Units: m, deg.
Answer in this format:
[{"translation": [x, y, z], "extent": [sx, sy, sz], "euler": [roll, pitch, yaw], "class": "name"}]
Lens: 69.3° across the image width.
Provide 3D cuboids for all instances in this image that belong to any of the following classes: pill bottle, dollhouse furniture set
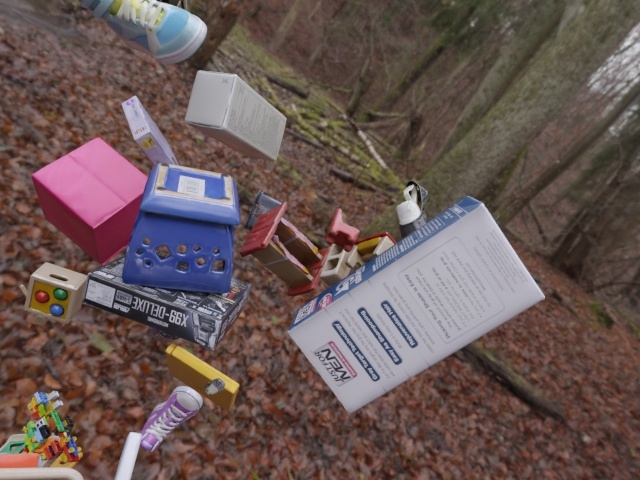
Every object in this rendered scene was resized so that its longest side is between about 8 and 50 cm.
[{"translation": [-0.524, 0.290, 1.631], "extent": [0.122, 0.123, 0.219], "euler": [33, -29, -15], "class": "pill bottle"}, {"translation": [0.000, 0.000, 1.148], "extent": [0.201, 0.374, 0.152], "euler": [45, 48, -27], "class": "dollhouse furniture set"}]

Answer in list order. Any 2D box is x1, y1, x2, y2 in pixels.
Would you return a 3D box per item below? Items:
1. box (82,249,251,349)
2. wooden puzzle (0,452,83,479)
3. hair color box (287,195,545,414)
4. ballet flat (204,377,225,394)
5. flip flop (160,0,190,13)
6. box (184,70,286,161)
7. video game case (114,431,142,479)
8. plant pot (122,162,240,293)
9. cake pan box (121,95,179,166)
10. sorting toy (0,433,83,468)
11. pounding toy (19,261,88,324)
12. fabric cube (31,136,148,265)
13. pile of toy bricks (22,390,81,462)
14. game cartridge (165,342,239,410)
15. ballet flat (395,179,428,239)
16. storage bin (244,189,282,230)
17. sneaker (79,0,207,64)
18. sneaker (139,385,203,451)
[{"translation": [-0.342, 0.120, 1.086], "extent": [0.307, 0.077, 0.242], "euler": [19, 15, 2], "class": "box"}, {"translation": [-0.421, 0.268, 0.510], "extent": [0.238, 0.221, 0.044], "euler": [29, 42, -38], "class": "wooden puzzle"}, {"translation": [0.139, 0.101, 0.730], "extent": [0.174, 0.347, 0.105], "euler": [54, 11, -7], "class": "hair color box"}, {"translation": [-0.296, 0.409, 1.282], "extent": [0.041, 0.114, 0.041], "euler": [11, 65, -24], "class": "ballet flat"}, {"translation": [-0.422, -0.663, 1.331], "extent": [0.112, 0.277, 0.080], "euler": [27, 33, 25], "class": "flip flop"}, {"translation": [-0.222, -0.335, 1.287], "extent": [0.121, 0.148, 0.311], "euler": [14, -2, 21], "class": "box"}, {"translation": [-0.330, 0.436, 0.733], "extent": [0.023, 0.193, 0.213], "euler": [16, 51, -15], "class": "video game case"}, {"translation": [-0.302, -0.038, 1.054], "extent": [0.235, 0.212, 0.236], "euler": [10, 28, -18], "class": "plant pot"}, {"translation": [-0.602, -0.357, 1.670], "extent": [0.267, 0.070, 0.246], "euler": [57, -8, 36], "class": "cake pan box"}, {"translation": [-0.864, 0.615, 1.335], "extent": [0.347, 0.047, 0.196], "euler": [-4, 15, -2], "class": "sorting toy"}, {"translation": [-0.812, 0.179, 1.360], "extent": [0.181, 0.206, 0.094], "euler": [21, 22, -11], "class": "pounding toy"}, {"translation": [-0.724, -0.128, 1.525], "extent": [0.258, 0.254, 0.259], "euler": [38, 54, 6], "class": "fabric cube"}, {"translation": [-0.719, 0.500, 1.196], "extent": [0.212, 0.105, 0.118], "euler": [48, -5, 26], "class": "pile of toy bricks"}, {"translation": [-0.432, 0.503, 1.695], "extent": [0.285, 0.324, 0.053], "euler": [31, 56, 4], "class": "game cartridge"}, {"translation": [0.286, -0.100, 1.483], "extent": [0.096, 0.095, 0.280], "euler": [51, 32, -25], "class": "ballet flat"}, {"translation": [-0.174, -0.083, 1.494], "extent": [0.091, 0.135, 0.098], "euler": [22, -4, 6], "class": "storage bin"}, {"translation": [-0.408, -0.504, 1.010], "extent": [0.318, 0.127, 0.208], "euler": [23, -8, 33], "class": "sneaker"}, {"translation": [-0.476, 0.570, 1.441], "extent": [0.102, 0.282, 0.161], "euler": [41, 35, -8], "class": "sneaker"}]
